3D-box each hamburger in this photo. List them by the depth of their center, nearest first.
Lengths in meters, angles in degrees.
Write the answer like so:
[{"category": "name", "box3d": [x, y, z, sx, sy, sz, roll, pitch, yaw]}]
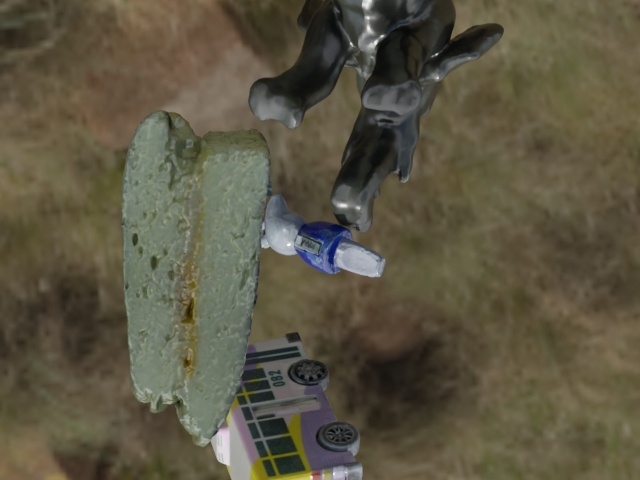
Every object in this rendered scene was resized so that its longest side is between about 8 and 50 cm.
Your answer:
[{"category": "hamburger", "box3d": [-0.049, 0.014, 0.692, 0.054, 0.121, 0.084, 1, 178, -7]}]

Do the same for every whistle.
[{"category": "whistle", "box3d": [0.000, 0.000, 1.041, 0.029, 0.083, 0.033, -8, 116, -62]}]

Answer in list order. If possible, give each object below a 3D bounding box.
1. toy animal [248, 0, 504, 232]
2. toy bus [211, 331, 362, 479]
[{"category": "toy animal", "box3d": [0.037, -0.121, 0.997, 0.114, 0.146, 0.245, 21, 128, 8]}, {"category": "toy bus", "box3d": [-0.019, 0.092, 0.847, 0.058, 0.102, 0.052, -8, 126, -15]}]
